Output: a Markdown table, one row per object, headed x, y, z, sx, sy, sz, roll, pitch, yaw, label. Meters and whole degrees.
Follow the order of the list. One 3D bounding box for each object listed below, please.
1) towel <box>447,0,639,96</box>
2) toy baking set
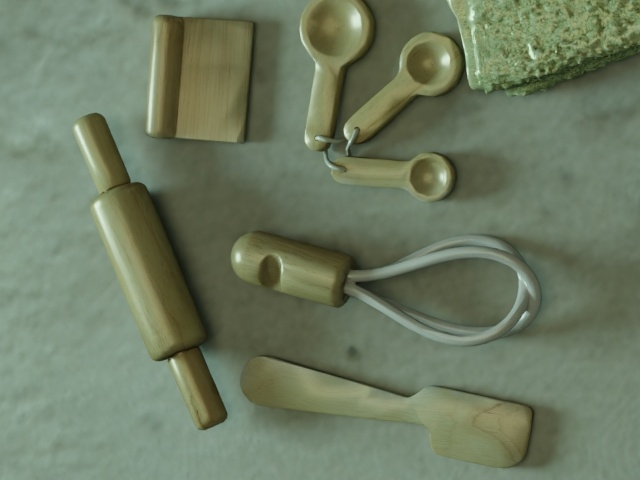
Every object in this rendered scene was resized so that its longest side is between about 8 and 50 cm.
| x | y | z | sx | sy | sz | roll | pitch | yaw | label |
| --- | --- | --- | --- | --- | --- | --- | --- | --- | --- |
| 0.123 | -0.131 | 0.855 | 0.148 | 0.027 | 0.110 | -18 | 87 | 19 | towel |
| -0.007 | 0.001 | 0.904 | 0.197 | 0.030 | 0.256 | -20 | 85 | 19 | toy baking set |
